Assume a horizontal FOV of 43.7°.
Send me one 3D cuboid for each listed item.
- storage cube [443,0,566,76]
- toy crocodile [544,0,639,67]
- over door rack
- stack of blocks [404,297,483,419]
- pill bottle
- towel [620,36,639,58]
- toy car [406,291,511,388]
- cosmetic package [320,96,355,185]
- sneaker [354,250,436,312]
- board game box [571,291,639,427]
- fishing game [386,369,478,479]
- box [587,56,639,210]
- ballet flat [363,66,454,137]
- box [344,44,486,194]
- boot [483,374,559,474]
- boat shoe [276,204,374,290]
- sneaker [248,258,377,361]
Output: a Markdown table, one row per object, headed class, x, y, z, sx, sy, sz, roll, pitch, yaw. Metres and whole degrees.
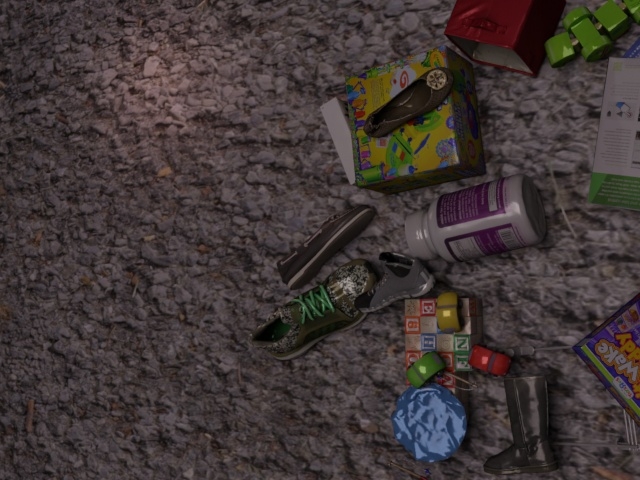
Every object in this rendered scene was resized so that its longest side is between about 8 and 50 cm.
| class | x | y | z | sx | sy | sz | roll | pitch | yaw |
| --- | --- | --- | --- | --- | --- | --- | --- | --- | --- |
| storage cube | 0.431 | -0.518 | 1.852 | 0.184 | 0.215 | 0.193 | 24 | 93 | 32 |
| toy crocodile | 0.658 | -0.496 | 1.777 | 0.340 | 0.105 | 0.115 | -34 | 68 | 21 |
| over door rack | 0.578 | 0.337 | 1.758 | 0.324 | 0.108 | 0.239 | -14 | 78 | 46 |
| stack of blocks | 0.301 | 0.288 | 1.936 | 0.171 | 0.087 | 0.297 | -3 | 84 | 32 |
| pill bottle | 0.359 | -0.041 | 1.880 | 0.301 | 0.169 | 0.169 | -15 | 78 | 31 |
| towel | 0.822 | -0.360 | 1.635 | 0.243 | 0.040 | 0.336 | -49 | 62 | 22 |
| toy car | 0.288 | 0.263 | 1.846 | 0.225 | 0.053 | 0.239 | -41 | 69 | 12 |
| cosmetic package | 0.084 | -0.257 | 2.116 | 0.060 | 0.099 | 0.239 | -30 | 72 | 28 |
| sneaker | 0.159 | 0.089 | 1.961 | 0.229 | 0.086 | 0.132 | -22 | 115 | 29 |
| board game box | 0.710 | 0.276 | 1.581 | 0.233 | 0.078 | 0.347 | -39 | 82 | -2 |
| fishing game | 0.256 | 0.428 | 1.879 | 0.189 | 0.041 | 0.264 | 17 | 87 | 30 |
| box | 0.699 | -0.218 | 1.671 | 0.232 | 0.058 | 0.322 | 13 | 100 | 40 |
| ballet flat | 0.200 | -0.321 | 1.862 | 0.250 | 0.058 | 0.084 | -31 | 71 | 26 |
| box | 0.233 | -0.287 | 1.976 | 0.279 | 0.177 | 0.290 | -10 | 80 | 32 |
| boot | 0.433 | 0.409 | 1.779 | 0.190 | 0.076 | 0.208 | -16 | 84 | 31 |
| boat shoe | 0.000 | 0.000 | 2.140 | 0.335 | 0.112 | 0.095 | -45 | 69 | 25 |
| sneaker | -0.026 | 0.192 | 2.097 | 0.410 | 0.182 | 0.158 | -40 | 67 | 22 |
